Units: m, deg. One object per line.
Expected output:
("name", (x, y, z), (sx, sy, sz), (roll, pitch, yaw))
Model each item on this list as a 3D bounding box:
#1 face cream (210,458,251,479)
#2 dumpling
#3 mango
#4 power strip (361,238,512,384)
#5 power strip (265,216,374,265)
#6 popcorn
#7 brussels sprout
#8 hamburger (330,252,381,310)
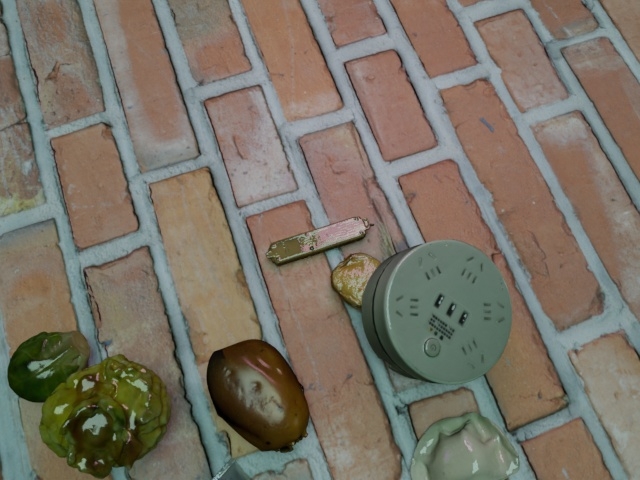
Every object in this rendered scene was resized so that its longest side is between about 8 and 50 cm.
("face cream", (-0.171, 0.624, 1.216), (0.224, 0.070, 0.114), (39, 74, 24))
("dumpling", (0.324, 0.503, 1.245), (0.252, 0.131, 0.179), (-28, 53, 11))
("mango", (-0.144, 0.365, 1.249), (0.201, 0.152, 0.287), (-44, 76, -5))
("power strip", (0.284, 0.161, 1.280), (0.357, 0.161, 0.357), (3, 79, -16))
("power strip", (0.000, 0.000, 1.433), (0.305, 0.044, 0.064), (-18, 72, -6))
("popcorn", (-0.472, 0.393, 1.183), (0.270, 0.224, 0.258), (19, 32, 26))
("brussels sprout", (-0.645, 0.298, 1.266), (0.180, 0.144, 0.161), (-23, 38, 3))
("hamburger", (0.105, 0.104, 1.380), (0.147, 0.083, 0.138), (40, 79, 13))
